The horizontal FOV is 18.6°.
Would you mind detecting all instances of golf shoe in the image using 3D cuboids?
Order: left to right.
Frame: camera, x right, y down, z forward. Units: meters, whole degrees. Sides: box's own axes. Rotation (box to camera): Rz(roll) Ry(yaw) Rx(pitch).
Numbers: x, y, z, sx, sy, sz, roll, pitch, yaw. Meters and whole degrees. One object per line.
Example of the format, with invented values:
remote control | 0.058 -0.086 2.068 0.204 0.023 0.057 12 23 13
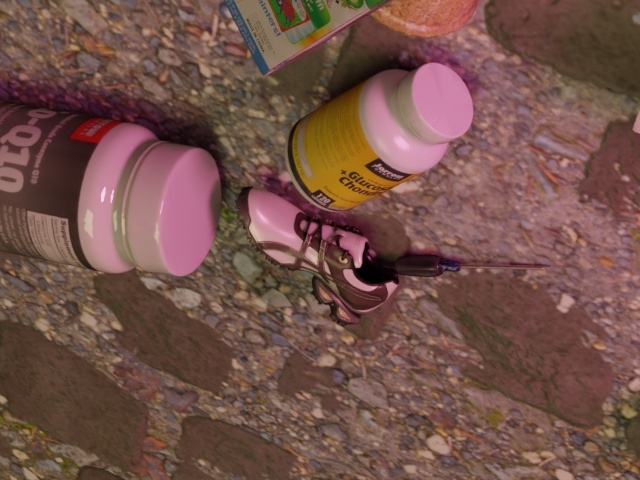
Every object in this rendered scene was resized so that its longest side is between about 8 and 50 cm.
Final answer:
golf shoe | 0.000 0.000 2.036 0.198 0.077 0.094 40 131 -23

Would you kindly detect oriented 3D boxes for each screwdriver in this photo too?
screwdriver | 0.156 0.028 2.001 0.170 0.024 0.025 2 164 23

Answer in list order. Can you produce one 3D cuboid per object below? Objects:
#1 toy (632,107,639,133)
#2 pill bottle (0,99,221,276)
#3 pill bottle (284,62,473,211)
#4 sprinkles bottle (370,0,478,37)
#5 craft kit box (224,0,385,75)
toy | 0.396 -0.117 1.646 0.237 0.056 0.137 16 136 5
pill bottle | -0.259 -0.054 2.063 0.283 0.161 0.161 10 138 23
pill bottle | 0.057 -0.101 1.851 0.103 0.103 0.184 44 141 -17
sprinkles bottle | 0.129 -0.308 1.550 0.121 0.121 0.355 30 145 1
craft kit box | -0.032 -0.289 1.632 0.250 0.061 0.246 63 152 -3
